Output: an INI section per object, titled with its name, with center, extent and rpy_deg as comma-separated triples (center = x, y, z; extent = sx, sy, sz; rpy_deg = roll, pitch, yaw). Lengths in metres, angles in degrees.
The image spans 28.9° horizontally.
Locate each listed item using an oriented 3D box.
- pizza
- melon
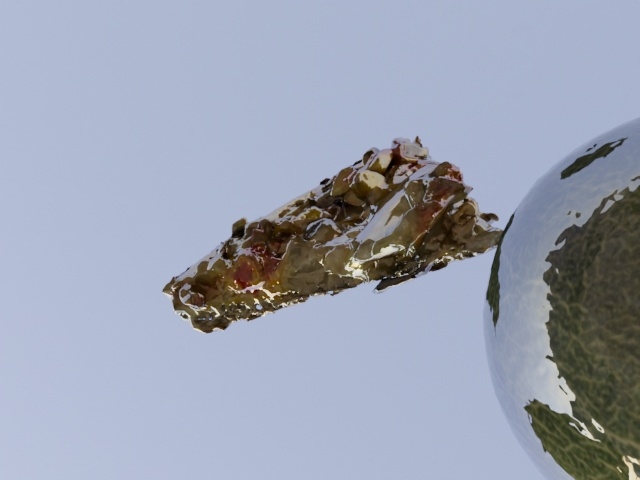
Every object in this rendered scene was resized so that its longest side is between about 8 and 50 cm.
[pizza]
center = 0.000, 0.000, 0.942
extent = 0.251, 0.287, 0.074
rpy_deg = -28, -79, -4
[melon]
center = 0.219, 0.059, 0.595
extent = 0.301, 0.237, 0.237
rpy_deg = 29, -86, 50
